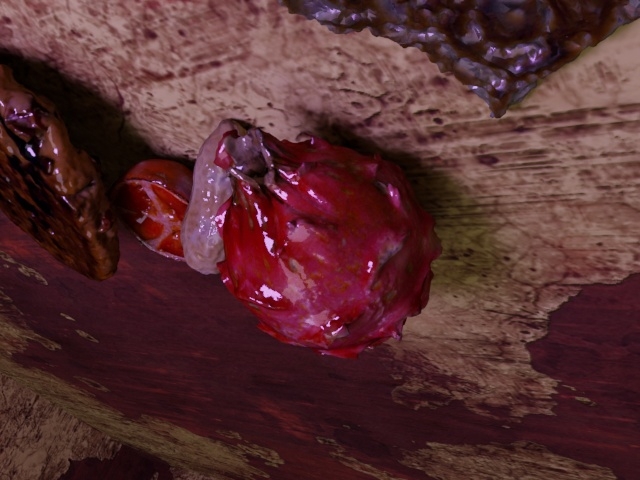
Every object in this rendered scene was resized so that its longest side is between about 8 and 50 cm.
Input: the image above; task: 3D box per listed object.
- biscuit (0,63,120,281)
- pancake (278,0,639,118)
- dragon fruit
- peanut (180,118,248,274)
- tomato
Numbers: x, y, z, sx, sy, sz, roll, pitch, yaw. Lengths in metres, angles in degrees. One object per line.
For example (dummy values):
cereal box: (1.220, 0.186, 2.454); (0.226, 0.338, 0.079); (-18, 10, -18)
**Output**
biscuit: (-0.343, -0.089, 0.881); (0.289, 0.081, 0.334); (36, 152, 17)
pancake: (0.037, -0.206, 0.453); (0.426, 0.067, 0.305); (23, 154, -4)
dragon fruit: (0.000, 0.000, 0.704); (0.205, 0.210, 0.268); (-27, 130, 15)
peanut: (-0.103, -0.041, 0.783); (0.080, 0.080, 0.175); (18, 114, 10)
tomato: (-0.173, -0.043, 0.892); (0.155, 0.069, 0.156); (16, 145, 11)
